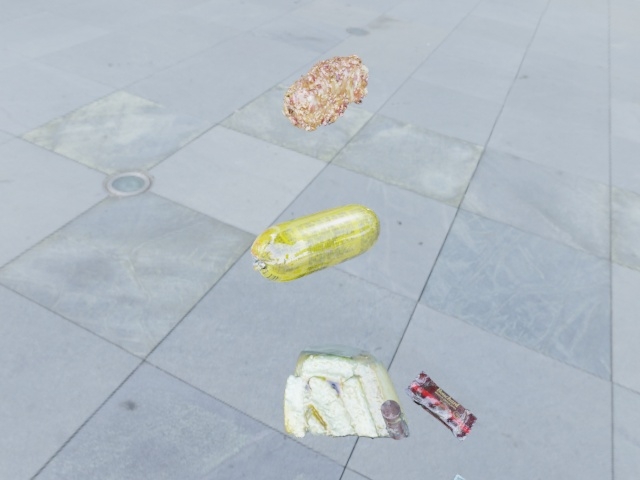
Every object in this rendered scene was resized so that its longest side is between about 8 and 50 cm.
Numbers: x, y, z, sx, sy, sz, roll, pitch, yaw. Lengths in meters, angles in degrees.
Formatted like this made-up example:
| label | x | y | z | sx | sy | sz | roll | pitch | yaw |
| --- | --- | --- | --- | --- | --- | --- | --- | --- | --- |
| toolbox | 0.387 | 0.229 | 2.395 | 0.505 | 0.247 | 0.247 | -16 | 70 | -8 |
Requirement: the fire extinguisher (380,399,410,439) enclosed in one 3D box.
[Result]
| label | x | y | z | sx | sy | sz | roll | pitch | yaw |
| --- | --- | --- | --- | --- | --- | --- | --- | --- | --- |
| fire extinguisher | 0.165 | 0.403 | 1.045 | 0.064 | 0.158 | 0.043 | 13 | 54 | 28 |

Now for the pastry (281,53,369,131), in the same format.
| label | x | y | z | sx | sy | sz | roll | pitch | yaw |
| --- | --- | --- | --- | --- | --- | --- | --- | --- | --- |
| pastry | 0.004 | -0.232 | 0.736 | 0.063 | 0.087 | 0.169 | 18 | 45 | 40 |

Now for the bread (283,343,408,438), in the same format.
| label | x | y | z | sx | sy | sz | roll | pitch | yaw |
| --- | --- | --- | --- | --- | --- | --- | --- | --- | --- |
| bread | 0.081 | 0.464 | 1.500 | 0.394 | 0.239 | 0.264 | 0 | 80 | 5 |

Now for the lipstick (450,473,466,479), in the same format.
| label | x | y | z | sx | sy | sz | roll | pitch | yaw |
| --- | --- | --- | --- | --- | --- | --- | --- | --- | --- |
| lipstick | 0.445 | 0.714 | 1.192 | 0.289 | 0.076 | 0.077 | 31 | 52 | 26 |

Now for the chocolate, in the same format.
| label | x | y | z | sx | sy | sz | roll | pitch | yaw |
| --- | --- | --- | --- | --- | --- | --- | --- | --- | --- |
| chocolate | 0.306 | 0.416 | 1.199 | 0.182 | 0.028 | 0.086 | 40 | 61 | 21 |

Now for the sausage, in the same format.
| label | x | y | z | sx | sy | sz | roll | pitch | yaw |
| --- | --- | --- | --- | --- | --- | --- | --- | --- | --- |
| sausage | 0.000 | 0.000 | 1.014 | 0.347 | 0.123 | 0.123 | -18 | 47 | -36 |
